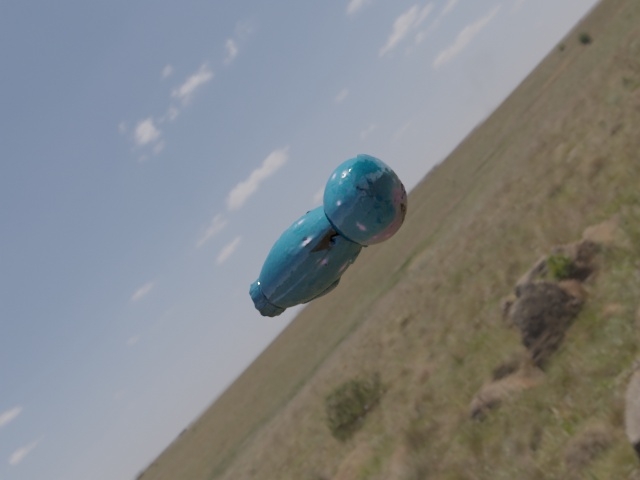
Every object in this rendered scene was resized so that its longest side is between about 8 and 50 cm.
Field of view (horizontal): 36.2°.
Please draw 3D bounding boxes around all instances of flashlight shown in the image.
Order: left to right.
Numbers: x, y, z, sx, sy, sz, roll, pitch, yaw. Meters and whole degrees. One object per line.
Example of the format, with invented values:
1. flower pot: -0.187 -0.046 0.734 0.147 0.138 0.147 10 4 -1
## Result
1. flashlight: 0.000 0.000 0.563 0.129 0.051 0.051 -42 0 39
